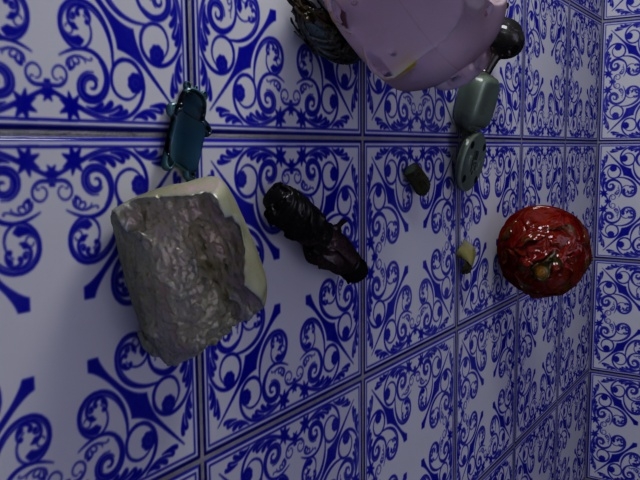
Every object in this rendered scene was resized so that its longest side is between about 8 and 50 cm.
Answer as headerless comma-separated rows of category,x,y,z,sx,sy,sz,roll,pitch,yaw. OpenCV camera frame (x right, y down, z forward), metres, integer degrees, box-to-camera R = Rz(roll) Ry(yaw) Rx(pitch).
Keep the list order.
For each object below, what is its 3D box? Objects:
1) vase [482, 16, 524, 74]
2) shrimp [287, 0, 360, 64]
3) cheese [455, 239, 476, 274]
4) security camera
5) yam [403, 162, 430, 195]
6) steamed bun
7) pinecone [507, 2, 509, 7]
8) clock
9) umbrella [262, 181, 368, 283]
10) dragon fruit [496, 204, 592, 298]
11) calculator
vase,0.462,-0.498,1.978,0.120,0.120,0.183,37,81,-52
shrimp,-0.004,-0.369,1.295,0.233,0.079,0.090,28,65,-49
cheese,0.388,0.043,1.969,0.060,0.041,0.084,-59,139,-32
security camera,0.379,-0.277,1.898,0.157,0.080,0.302,-6,108,-59
yam,0.220,-0.140,1.691,0.094,0.043,0.043,46,56,-47
steamed bun,-0.169,0.028,0.999,0.200,0.170,0.226,-44,127,-40
pinecone,0.297,-0.583,1.600,0.309,0.244,0.244,59,46,-26
clock,0.183,-0.459,1.349,0.368,0.250,0.377,50,26,-10
umbrella,0.000,0.000,1.326,0.326,0.090,0.094,44,36,-50
dragon fruit,0.649,0.030,2.163,0.342,0.277,0.278,-26,116,-68
calculator,-0.193,-0.159,1.077,0.094,0.019,0.141,28,69,-55
